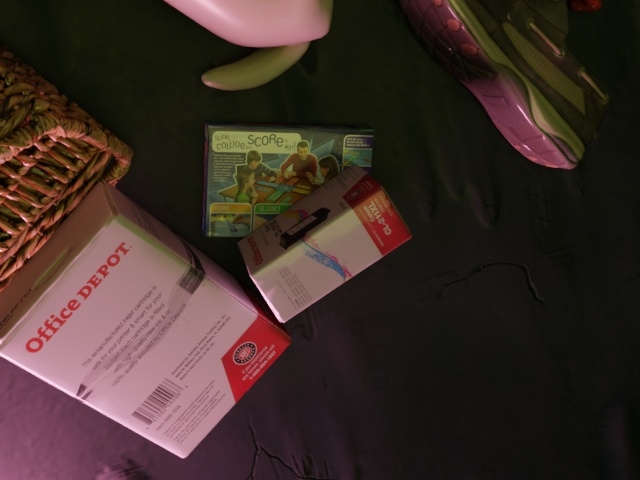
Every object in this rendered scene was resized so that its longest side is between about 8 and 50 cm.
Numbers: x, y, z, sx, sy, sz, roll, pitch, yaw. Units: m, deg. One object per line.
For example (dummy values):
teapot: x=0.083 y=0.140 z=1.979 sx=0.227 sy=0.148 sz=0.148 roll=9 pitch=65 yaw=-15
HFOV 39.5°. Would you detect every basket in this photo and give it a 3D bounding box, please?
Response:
basket: x=-0.362 y=-0.034 z=0.924 sx=0.223 sy=0.213 sz=0.299 roll=42 pitch=94 yaw=-18

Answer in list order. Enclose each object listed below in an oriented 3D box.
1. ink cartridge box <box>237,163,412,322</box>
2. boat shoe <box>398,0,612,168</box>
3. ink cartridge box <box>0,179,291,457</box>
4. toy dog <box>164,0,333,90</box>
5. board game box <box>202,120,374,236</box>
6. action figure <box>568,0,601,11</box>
ink cartridge box: x=0.000 y=0.000 z=1.018 sx=0.175 sy=0.127 sz=0.072 roll=-34 pitch=111 yaw=-1
boat shoe: x=0.218 y=-0.240 z=1.051 sx=0.130 sy=0.132 sz=0.355 roll=-48 pitch=118 yaw=-7
ink cartridge box: x=-0.202 y=0.093 z=1.017 sx=0.197 sy=0.114 sz=0.273 roll=-48 pitch=123 yaw=3
toy dog: x=-0.171 y=-0.353 z=0.876 sx=0.408 sy=0.285 sz=0.395 roll=5 pitch=141 yaw=-15
board game box: x=-0.039 y=-0.072 z=1.077 sx=0.201 sy=0.035 sz=0.136 roll=1 pitch=105 yaw=-13
action figure: x=0.208 y=-0.362 z=1.031 sx=0.280 sy=0.139 sz=0.091 roll=19 pitch=98 yaw=-39
